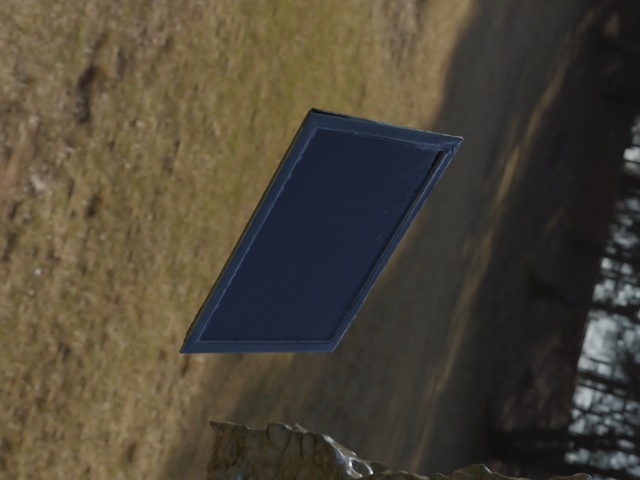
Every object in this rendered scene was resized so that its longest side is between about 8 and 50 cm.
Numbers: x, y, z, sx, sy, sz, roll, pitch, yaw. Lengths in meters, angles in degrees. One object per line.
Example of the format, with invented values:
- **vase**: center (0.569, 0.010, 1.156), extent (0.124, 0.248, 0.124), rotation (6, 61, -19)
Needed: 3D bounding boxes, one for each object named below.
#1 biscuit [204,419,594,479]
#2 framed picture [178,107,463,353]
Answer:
- **biscuit**: center (0.024, 0.149, 0.517), extent (0.032, 0.250, 0.133), rotation (16, 80, -41)
- **framed picture**: center (0.000, 0.000, 1.096), extent (0.197, 0.014, 0.252), rotation (5, 124, -46)
